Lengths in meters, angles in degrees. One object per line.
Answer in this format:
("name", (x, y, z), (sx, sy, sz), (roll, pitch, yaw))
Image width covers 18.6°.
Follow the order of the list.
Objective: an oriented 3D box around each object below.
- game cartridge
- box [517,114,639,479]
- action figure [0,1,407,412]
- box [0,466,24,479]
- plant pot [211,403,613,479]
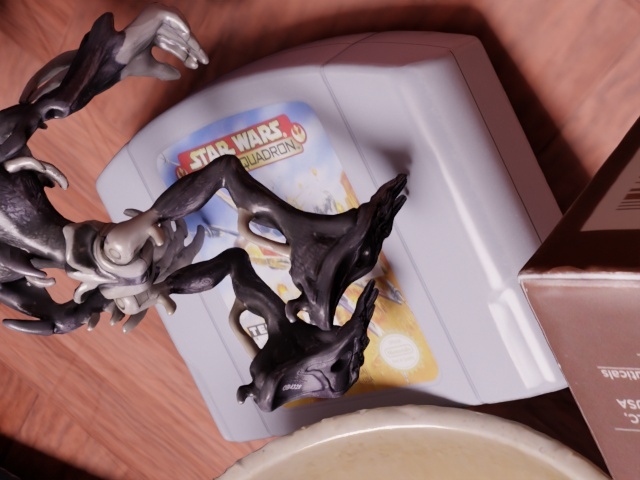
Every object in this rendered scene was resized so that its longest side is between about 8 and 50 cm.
("game cartridge", (0.000, 0.000, 1.017), (0.297, 0.062, 0.198), (-16, 107, 51))
("box", (0.244, 0.106, 0.812), (0.143, 0.191, 0.381), (1, 129, 42))
("action figure", (-0.097, -0.018, 0.960), (0.275, 0.141, 0.164), (21, 133, 17))
("box", (-0.291, 0.415, 1.526), (0.480, 0.297, 0.472), (23, 141, 36))
("plant pot", (0.081, 0.297, 1.017), (0.334, 0.334, 0.305), (15, 161, 32))
